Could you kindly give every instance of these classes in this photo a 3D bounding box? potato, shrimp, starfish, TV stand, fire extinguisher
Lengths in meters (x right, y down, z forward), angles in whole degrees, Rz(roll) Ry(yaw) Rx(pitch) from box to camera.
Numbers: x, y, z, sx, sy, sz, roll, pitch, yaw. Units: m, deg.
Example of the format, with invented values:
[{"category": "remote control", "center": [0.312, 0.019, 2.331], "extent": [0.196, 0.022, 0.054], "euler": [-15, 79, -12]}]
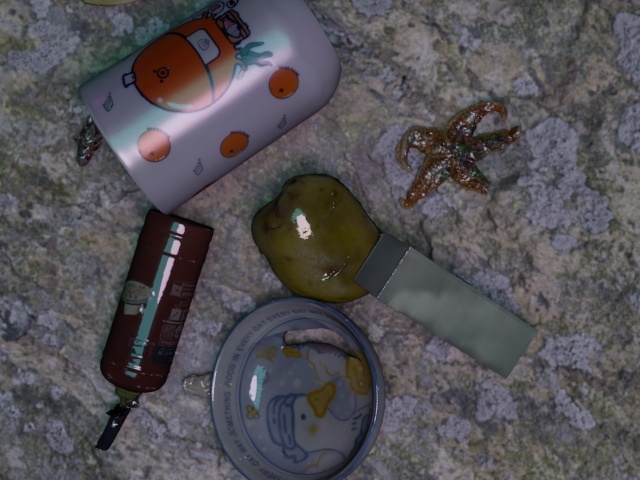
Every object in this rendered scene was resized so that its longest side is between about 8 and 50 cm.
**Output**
[{"category": "potato", "center": [0.000, 0.002, 1.338], "extent": [0.154, 0.137, 0.200], "euler": [-33, 113, 31]}, {"category": "shrimp", "center": [-0.340, -0.155, 1.384], "extent": [0.038, 0.029, 0.092], "euler": [32, 86, 6]}, {"category": "starfish", "center": [0.197, -0.124, 1.395], "extent": [0.150, 0.053, 0.209], "euler": [44, 95, 10]}, {"category": "TV stand", "center": [0.179, 0.092, 1.325], "extent": [0.269, 0.083, 0.088], "euler": [33, 92, -30]}, {"category": "fire extinguisher", "center": [-0.254, 0.131, 1.343], "extent": [0.102, 0.138, 0.344], "euler": [18, 91, 1]}]

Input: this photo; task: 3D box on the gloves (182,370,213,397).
[{"category": "gloves", "center": [-0.176, 0.220, 1.403], "extent": [0.081, 0.037, 0.044], "euler": [-13, 129, -6]}]

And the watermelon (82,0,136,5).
[{"category": "watermelon", "center": [-0.298, -0.412, 1.340], "extent": [0.125, 0.094, 0.135], "euler": [-13, 88, 7]}]

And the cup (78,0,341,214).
[{"category": "cup", "center": [-0.141, -0.210, 1.297], "extent": [0.317, 0.212, 0.212], "euler": [-34, 93, -2]}]

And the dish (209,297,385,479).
[{"category": "dish", "center": [-0.013, 0.222, 1.356], "extent": [0.273, 0.134, 0.273], "euler": [-4, 82, 28]}]
